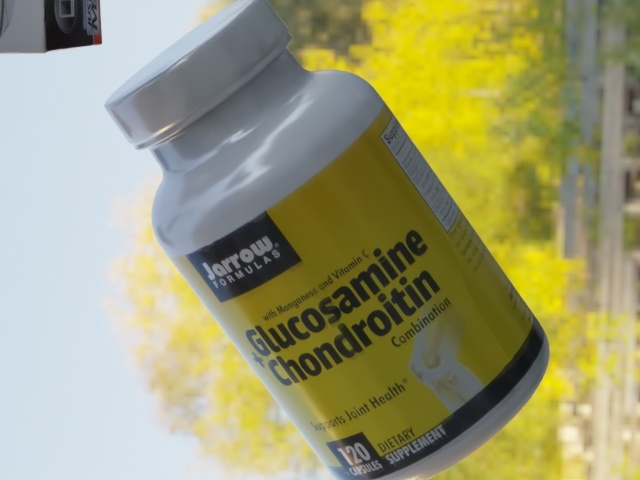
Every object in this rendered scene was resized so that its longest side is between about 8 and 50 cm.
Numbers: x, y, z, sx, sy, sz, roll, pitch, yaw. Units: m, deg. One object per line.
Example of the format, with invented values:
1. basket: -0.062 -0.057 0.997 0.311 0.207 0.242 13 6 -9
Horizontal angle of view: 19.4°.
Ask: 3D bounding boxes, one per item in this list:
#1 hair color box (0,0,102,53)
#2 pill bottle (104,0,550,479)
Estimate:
1. hair color box: -0.167 -0.114 0.683 0.053 0.167 0.093 -26 -64 -71
2. pill bottle: 0.000 0.000 0.724 0.184 0.103 0.103 54 -157 -12
